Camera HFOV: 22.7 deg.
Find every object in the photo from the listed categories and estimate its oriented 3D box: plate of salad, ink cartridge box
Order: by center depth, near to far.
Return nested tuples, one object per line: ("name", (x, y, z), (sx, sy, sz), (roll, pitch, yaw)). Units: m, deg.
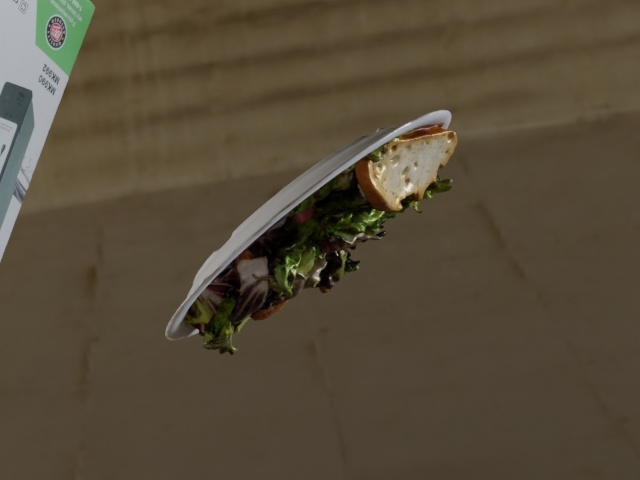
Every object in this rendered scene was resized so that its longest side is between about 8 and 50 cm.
("plate of salad", (0.000, 0.000, 0.882), (0.200, 0.048, 0.200), (-38, 173, -6))
("ink cartridge box", (-0.311, -0.104, 1.231), (0.122, 0.289, 0.211), (12, 167, 22))
